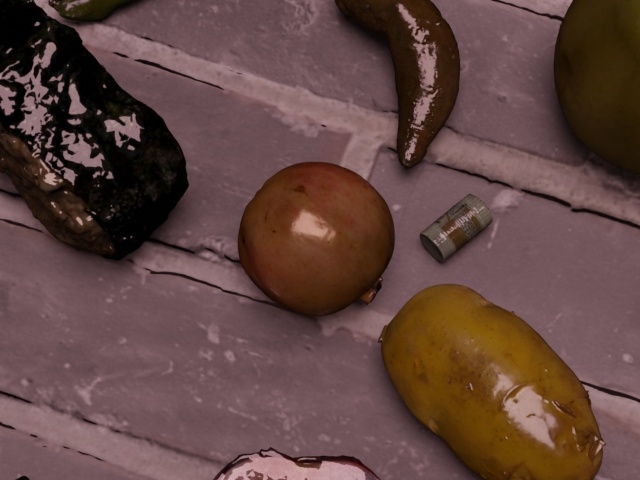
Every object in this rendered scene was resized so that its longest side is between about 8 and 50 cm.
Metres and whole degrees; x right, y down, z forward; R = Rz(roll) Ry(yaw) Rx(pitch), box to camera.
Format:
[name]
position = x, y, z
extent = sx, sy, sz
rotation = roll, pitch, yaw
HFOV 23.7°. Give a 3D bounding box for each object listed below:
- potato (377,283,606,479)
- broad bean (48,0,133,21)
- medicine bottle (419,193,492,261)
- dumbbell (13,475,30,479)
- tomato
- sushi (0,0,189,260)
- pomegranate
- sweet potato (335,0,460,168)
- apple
[potato]
position = 0.205, 0.179, 1.766
extent = 0.173, 0.140, 0.300
rotation = -42, 71, -8
[broad bean]
position = -0.231, -0.345, 1.987
extent = 0.256, 0.052, 0.053
rotation = -28, 96, -12
[medicine bottle]
position = 0.168, -0.015, 1.884
extent = 0.083, 0.047, 0.047
rotation = -38, 76, -14
[dumbbell]
position = -0.367, 0.304, 1.752
extent = 0.083, 0.040, 0.036
rotation = -26, 41, -11
[tomato]
position = -0.027, 0.338, 1.714
extent = 0.228, 0.112, 0.199
rotation = 9, 77, 0
[sushi]
position = -0.321, -0.135, 1.827
extent = 0.171, 0.211, 0.350
rotation = -42, 86, -22
[pomegranate]
position = -0.002, -0.003, 1.803
extent = 0.191, 0.191, 0.191
rotation = 1, 70, -2
[sweet potato]
position = 0.109, -0.246, 1.942
extent = 0.124, 0.098, 0.310
rotation = -25, 73, 11
[apple]
position = 0.432, -0.223, 1.863
extent = 0.292, 0.254, 0.292
rotation = 0, 75, -1
